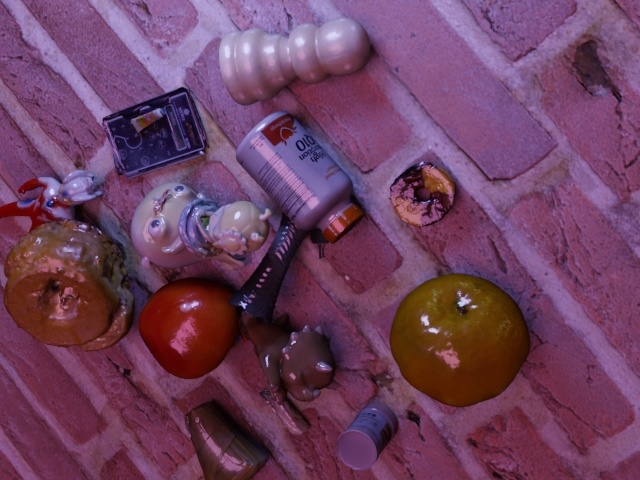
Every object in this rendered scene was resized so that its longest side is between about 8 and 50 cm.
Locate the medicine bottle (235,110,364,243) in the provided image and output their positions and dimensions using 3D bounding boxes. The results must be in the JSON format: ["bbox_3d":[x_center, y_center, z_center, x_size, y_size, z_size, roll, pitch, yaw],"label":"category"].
[{"bbox_3d":[-0.036,-0.129,1.760,0.288,0.157,0.157,47,117,6],"label":"medicine bottle"}]

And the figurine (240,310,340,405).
[{"bbox_3d":[-0.056,0.257,1.875,0.173,0.247,0.177,-24,122,-7],"label":"figurine"}]

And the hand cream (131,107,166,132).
[{"bbox_3d":[-0.405,-0.286,1.929,0.102,0.022,0.035,-19,106,30],"label":"hand cream"}]

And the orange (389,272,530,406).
[{"bbox_3d":[0.278,0.202,1.652,0.279,0.279,0.235,15,138,20],"label":"orange"}]

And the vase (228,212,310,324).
[{"bbox_3d":[-0.103,0.059,1.828,0.115,0.115,0.237,27,85,16],"label":"vase"}]

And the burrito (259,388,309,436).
[{"bbox_3d":[-0.088,0.414,1.992,0.149,0.041,0.055,49,130,6],"label":"burrito"}]

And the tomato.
[{"bbox_3d":[-0.315,0.197,1.935,0.260,0.180,0.259,-17,60,31],"label":"tomato"}]

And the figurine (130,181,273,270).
[{"bbox_3d":[-0.239,-0.015,1.843,0.394,0.226,0.274,-4,144,44],"label":"figurine"}]

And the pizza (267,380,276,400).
[{"bbox_3d":[-0.091,0.344,1.972,0.078,0.025,0.083,-23,50,17],"label":"pizza"}]

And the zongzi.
[{"bbox_3d":[-0.279,0.557,2.091,0.228,0.115,0.256,44,127,12],"label":"zongzi"}]

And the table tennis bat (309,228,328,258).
[{"bbox_3d":[0.000,0.000,1.862,0.050,0.007,0.083,1,103,24],"label":"table tennis bat"}]

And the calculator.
[{"bbox_3d":[-0.398,-0.254,1.962,0.274,0.028,0.165,-14,98,27],"label":"calculator"}]

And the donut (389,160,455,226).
[{"bbox_3d":[0.217,-0.099,1.708,0.140,0.059,0.140,6,106,22],"label":"donut"}]

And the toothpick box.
[{"bbox_3d":[0.107,0.442,1.851,0.098,0.149,0.098,6,106,23],"label":"toothpick box"}]

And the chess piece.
[{"bbox_3d":[-0.045,-0.386,1.700,0.300,0.167,0.167,-9,100,21],"label":"chess piece"}]

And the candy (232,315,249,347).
[{"bbox_3d":[-0.231,0.237,2.011,0.122,0.038,0.062,-27,92,28],"label":"candy"}]

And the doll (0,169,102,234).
[{"bbox_3d":[-0.706,-0.077,2.117,0.384,0.099,0.188,-27,92,31],"label":"doll"}]

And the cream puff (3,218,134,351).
[{"bbox_3d":[-0.612,0.104,2.038,0.343,0.231,0.327,28,119,-14],"label":"cream puff"}]
